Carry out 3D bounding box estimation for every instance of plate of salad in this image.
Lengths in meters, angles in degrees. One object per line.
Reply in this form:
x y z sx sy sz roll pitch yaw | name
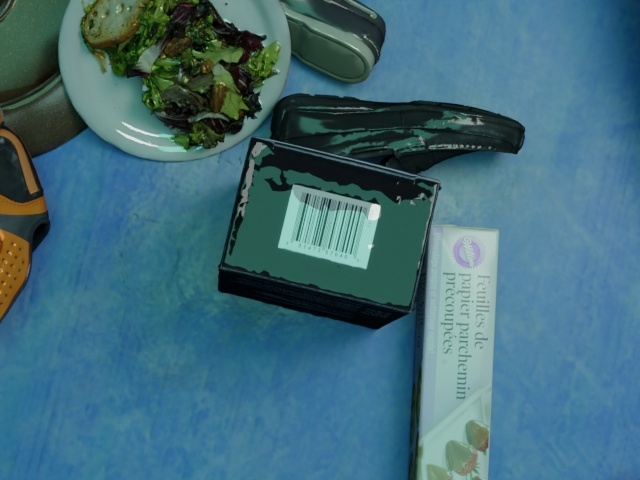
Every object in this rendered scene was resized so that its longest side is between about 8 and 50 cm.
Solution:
-0.122 -0.157 1.177 0.200 0.048 0.199 -4 114 -9 | plate of salad

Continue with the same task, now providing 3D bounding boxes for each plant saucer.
-0.307 -0.219 1.207 0.311 0.050 0.310 0 84 -4 | plant saucer

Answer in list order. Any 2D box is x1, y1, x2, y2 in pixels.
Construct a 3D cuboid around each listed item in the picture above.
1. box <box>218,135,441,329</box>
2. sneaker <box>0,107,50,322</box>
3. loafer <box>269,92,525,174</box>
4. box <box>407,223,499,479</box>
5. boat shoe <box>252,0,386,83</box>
0.000 0.000 1.127 0.153 0.207 0.108 13 83 -4 | box
-0.361 0.031 1.107 0.321 0.124 0.180 -29 106 -15 | sneaker
0.067 -0.084 1.212 0.223 0.076 0.078 3 92 -2 | loafer
0.112 0.150 1.191 0.063 0.067 0.323 4 84 -4 | box
-0.034 -0.216 1.227 0.206 0.075 0.065 31 59 -2 | boat shoe
